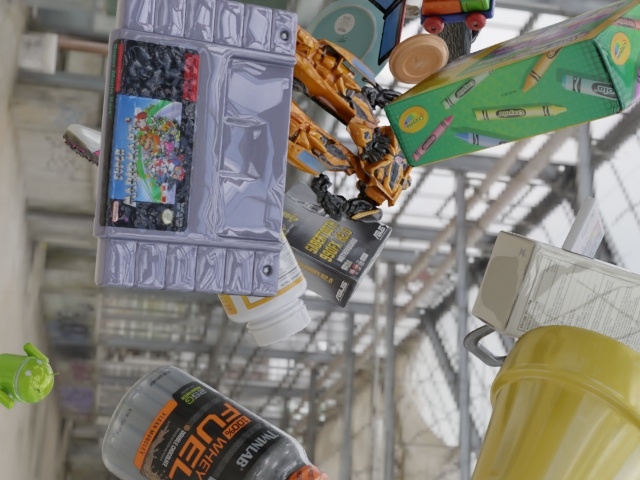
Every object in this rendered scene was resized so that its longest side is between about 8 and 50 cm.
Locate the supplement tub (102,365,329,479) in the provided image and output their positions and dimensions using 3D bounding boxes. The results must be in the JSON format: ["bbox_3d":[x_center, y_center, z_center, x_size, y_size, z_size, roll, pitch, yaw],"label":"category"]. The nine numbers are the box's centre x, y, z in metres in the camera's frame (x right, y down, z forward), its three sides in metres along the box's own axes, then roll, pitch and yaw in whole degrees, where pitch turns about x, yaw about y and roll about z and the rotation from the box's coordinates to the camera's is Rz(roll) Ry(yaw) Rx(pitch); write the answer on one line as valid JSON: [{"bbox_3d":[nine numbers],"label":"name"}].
[{"bbox_3d":[-0.169,0.366,1.793,0.207,0.338,0.207,-49,156,-32],"label":"supplement tub"}]

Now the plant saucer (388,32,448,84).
[{"bbox_3d":[0.133,-0.243,1.491,0.083,0.084,0.013,105,-25,-45],"label":"plant saucer"}]

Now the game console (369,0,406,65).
[{"bbox_3d":[0.083,-0.349,1.687,0.085,0.124,0.144,-50,-174,-7],"label":"game console"}]

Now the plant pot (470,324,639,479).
[{"bbox_3d":[0.313,0.279,1.423,0.239,0.254,0.254,-52,172,-30],"label":"plant pot"}]

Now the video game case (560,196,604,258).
[{"bbox_3d":[0.453,0.041,1.986,0.201,0.023,0.183,-62,155,-9],"label":"video game case"}]

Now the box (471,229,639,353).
[{"bbox_3d":[0.401,0.099,1.647,0.147,0.311,0.121,-70,-161,4],"label":"box"}]

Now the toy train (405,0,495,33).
[{"bbox_3d":[0.215,-0.494,2.198,0.143,0.248,0.105,58,36,-56],"label":"toy train"}]

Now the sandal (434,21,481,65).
[{"bbox_3d":[0.303,-0.568,2.423,0.167,0.107,0.445,151,-67,-75],"label":"sandal"}]

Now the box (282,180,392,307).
[{"bbox_3d":[0.000,0.000,1.768,0.056,0.183,0.231,-65,173,27],"label":"box"}]

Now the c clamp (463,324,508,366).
[{"bbox_3d":[0.319,0.168,1.890,0.161,0.137,0.022,45,23,-46],"label":"c clamp"}]

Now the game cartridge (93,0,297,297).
[{"bbox_3d":[-0.148,-0.114,1.317,0.068,0.230,0.354,1,-93,60],"label":"game cartridge"}]

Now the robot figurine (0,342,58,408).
[{"bbox_3d":[-0.434,0.198,1.586,0.101,0.115,0.067,-56,140,-44],"label":"robot figurine"}]

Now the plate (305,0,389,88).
[{"bbox_3d":[0.039,-0.328,1.820,0.024,0.188,0.188,33,52,-53],"label":"plate"}]

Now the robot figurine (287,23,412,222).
[{"bbox_3d":[0.027,-0.153,1.502,0.085,0.291,0.211,2,-120,60],"label":"robot figurine"}]

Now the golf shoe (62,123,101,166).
[{"bbox_3d":[-0.296,-0.138,1.621,0.067,0.186,0.086,29,-89,42],"label":"golf shoe"}]

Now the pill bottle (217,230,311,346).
[{"bbox_3d":[-0.094,0.029,1.477,0.214,0.117,0.117,65,-7,-8],"label":"pill bottle"}]

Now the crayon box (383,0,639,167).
[{"bbox_3d":[0.225,-0.170,1.178,0.278,0.165,0.081,-12,-72,46],"label":"crayon box"}]
